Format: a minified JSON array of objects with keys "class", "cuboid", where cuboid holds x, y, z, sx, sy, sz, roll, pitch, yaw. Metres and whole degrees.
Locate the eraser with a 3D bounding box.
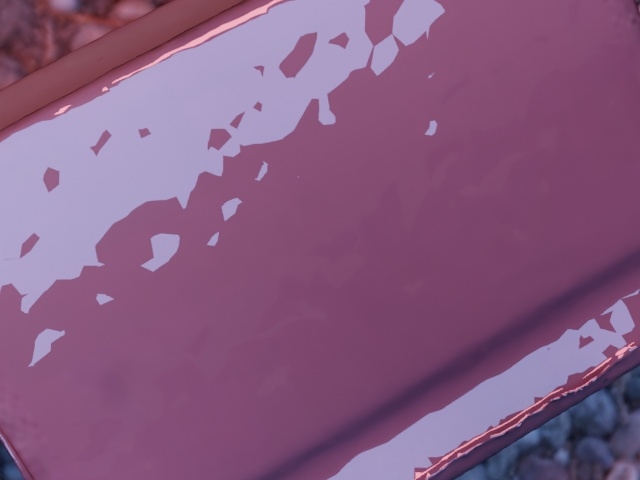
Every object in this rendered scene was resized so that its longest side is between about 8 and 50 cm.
[{"class":"eraser","cuboid":[0.000,0.000,0.696,0.359,0.122,0.272,-31,110,-10]}]
